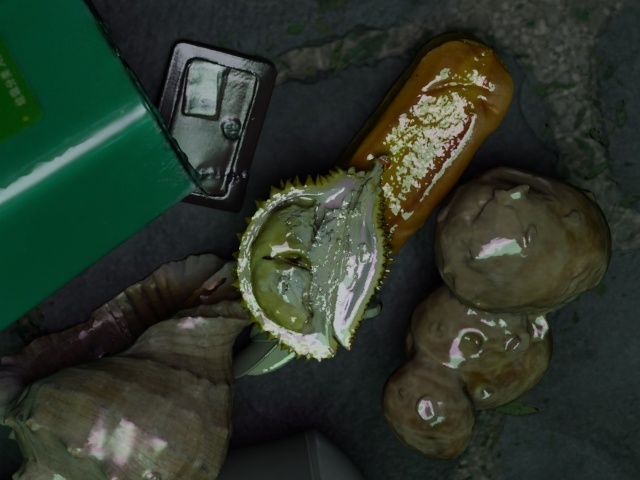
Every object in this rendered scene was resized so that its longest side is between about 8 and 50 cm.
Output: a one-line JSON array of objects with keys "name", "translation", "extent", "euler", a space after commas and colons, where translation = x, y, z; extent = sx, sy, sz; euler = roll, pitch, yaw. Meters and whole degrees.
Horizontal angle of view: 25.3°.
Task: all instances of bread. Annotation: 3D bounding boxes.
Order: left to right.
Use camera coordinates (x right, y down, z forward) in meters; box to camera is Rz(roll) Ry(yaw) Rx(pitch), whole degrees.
[{"name": "bread", "translation": [0.087, -0.091, 1.369], "extent": [0.102, 0.094, 0.245], "euler": [34, 106, -16]}]

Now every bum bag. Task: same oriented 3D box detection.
[{"name": "bum bag", "translation": [-0.110, -0.109, 1.368], "extent": [0.109, 0.026, 0.159], "euler": [13, 107, -15]}]

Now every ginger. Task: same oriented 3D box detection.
[{"name": "ginger", "translation": [0.171, 0.071, 1.402], "extent": [0.155, 0.244, 0.304], "euler": [29, 111, 23]}]

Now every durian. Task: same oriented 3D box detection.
[{"name": "durian", "translation": [0.000, 0.000, 1.323], "extent": [0.146, 0.102, 0.208], "euler": [33, 91, -7]}]

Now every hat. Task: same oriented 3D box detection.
[{"name": "hat", "translation": [-0.030, 0.085, 1.445], "extent": [0.166, 0.122, 0.081], "euler": [-38, 75, 14]}]

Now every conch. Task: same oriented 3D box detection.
[{"name": "conch", "translation": [-0.178, 0.148, 1.351], "extent": [0.324, 0.263, 0.186], "euler": [-33, 131, -35]}]

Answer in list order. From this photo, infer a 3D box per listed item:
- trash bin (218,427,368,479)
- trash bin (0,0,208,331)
[{"name": "trash bin", "translation": [-0.134, 0.353, 1.444], "extent": [0.432, 0.280, 0.280], "euler": [-9, 116, -2]}, {"name": "trash bin", "translation": [-0.310, -0.035, 1.221], "extent": [0.381, 0.259, 0.295], "euler": [-30, 158, -3]}]
